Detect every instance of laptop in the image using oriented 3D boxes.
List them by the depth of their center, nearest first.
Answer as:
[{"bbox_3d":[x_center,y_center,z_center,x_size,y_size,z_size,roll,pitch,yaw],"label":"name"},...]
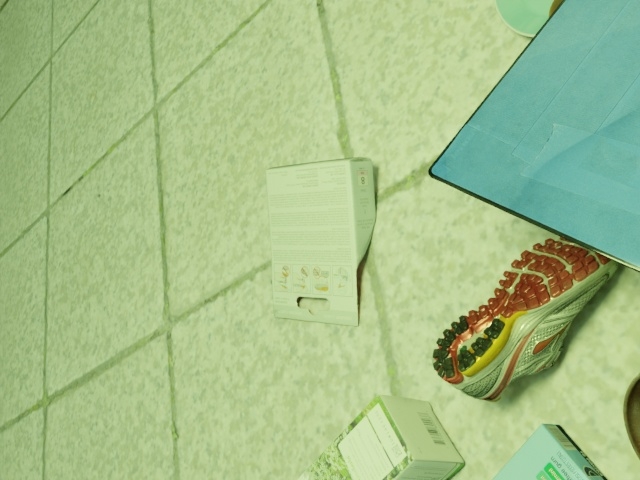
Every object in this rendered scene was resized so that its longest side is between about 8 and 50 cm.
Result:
[{"bbox_3d":[0.319,-0.177,0.559,0.236,0.408,0.382,38,80,5],"label":"laptop"}]

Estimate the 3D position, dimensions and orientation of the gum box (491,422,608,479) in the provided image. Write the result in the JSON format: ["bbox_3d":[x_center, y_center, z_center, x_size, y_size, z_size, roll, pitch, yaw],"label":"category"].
[{"bbox_3d":[0.224,0.307,0.748,0.184,0.041,0.157,-56,45,20],"label":"gum box"}]

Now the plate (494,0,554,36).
[{"bbox_3d":[0.294,-0.331,0.895,0.188,0.024,0.188,-18,64,44],"label":"plate"}]

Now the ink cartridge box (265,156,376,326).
[{"bbox_3d":[0.000,0.000,1.100,0.189,0.066,0.232,0,98,47],"label":"ink cartridge box"}]

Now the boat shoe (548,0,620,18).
[{"bbox_3d":[0.300,-0.123,0.764,0.109,0.098,0.302,-13,63,21],"label":"boat shoe"}]

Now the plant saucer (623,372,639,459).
[{"bbox_3d":[0.347,0.168,0.600,0.198,0.036,0.199,33,142,31],"label":"plant saucer"}]

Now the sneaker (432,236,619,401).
[{"bbox_3d":[0.227,0.083,0.798,0.225,0.092,0.088,-43,28,11],"label":"sneaker"}]

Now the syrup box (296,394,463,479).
[{"bbox_3d":[0.049,0.300,0.898,0.237,0.096,0.093,-52,44,23],"label":"syrup box"}]
